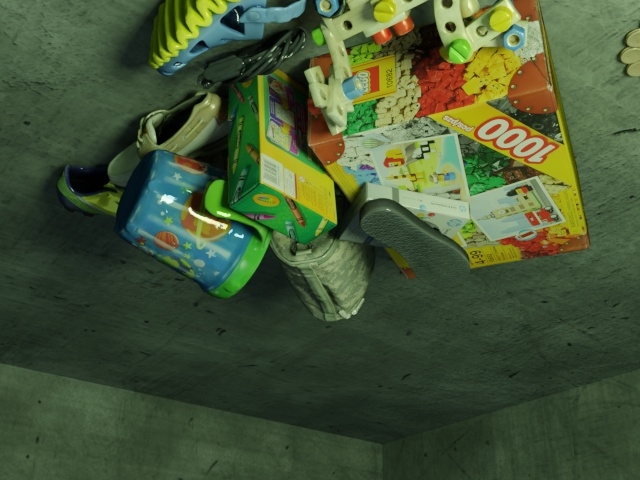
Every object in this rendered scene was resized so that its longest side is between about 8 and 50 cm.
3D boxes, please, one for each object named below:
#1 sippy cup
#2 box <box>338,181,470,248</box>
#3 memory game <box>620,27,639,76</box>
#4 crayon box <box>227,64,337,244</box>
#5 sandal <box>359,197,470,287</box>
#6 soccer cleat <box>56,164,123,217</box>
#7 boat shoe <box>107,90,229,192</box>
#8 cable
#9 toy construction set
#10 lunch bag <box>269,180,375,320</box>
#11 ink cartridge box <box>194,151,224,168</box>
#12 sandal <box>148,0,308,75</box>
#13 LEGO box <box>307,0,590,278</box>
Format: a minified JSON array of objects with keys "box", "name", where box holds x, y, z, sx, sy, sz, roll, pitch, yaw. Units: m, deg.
[{"box":[-0.227,-0.043,1.307,0.224,0.240,0.305,25,126,-26],"name":"sippy cup"},{"box":[0.141,-0.033,1.282,0.186,0.038,0.145,9,150,-15],"name":"box"},{"box":[0.574,-0.314,1.185,0.186,0.012,0.186,0,151,0],"name":"memory game"},{"box":[-0.065,-0.150,1.229,0.081,0.279,0.165,-32,137,34],"name":"crayon box"},{"box":[0.168,-0.002,1.256,0.097,0.055,0.254,-28,131,30],"name":"sandal"},{"box":[-0.397,-0.093,1.544,0.289,0.094,0.121,9,143,-14],"name":"soccer cleat"},{"box":[-0.284,-0.187,1.362,0.302,0.113,0.103,-24,141,22],"name":"boat shoe"},{"box":[-0.096,-0.282,1.149,0.184,0.150,0.047,-15,110,23],"name":"cable"},{"box":[0.108,-0.297,1.054,0.327,0.151,0.215,-26,116,17],"name":"toy construction set"},{"box":[0.000,0.000,1.523,0.212,0.256,0.305,-5,151,12],"name":"lunch bag"},{"box":[-0.261,-0.131,1.459,0.135,0.099,0.056,-1,150,2],"name":"ink cartridge box"},{"box":[-0.136,-0.327,1.087,0.138,0.126,0.317,23,146,-40],"name":"sandal"},{"box":[0.246,-0.145,1.316,0.372,0.193,0.500,-11,148,21],"name":"LEGO box"}]
